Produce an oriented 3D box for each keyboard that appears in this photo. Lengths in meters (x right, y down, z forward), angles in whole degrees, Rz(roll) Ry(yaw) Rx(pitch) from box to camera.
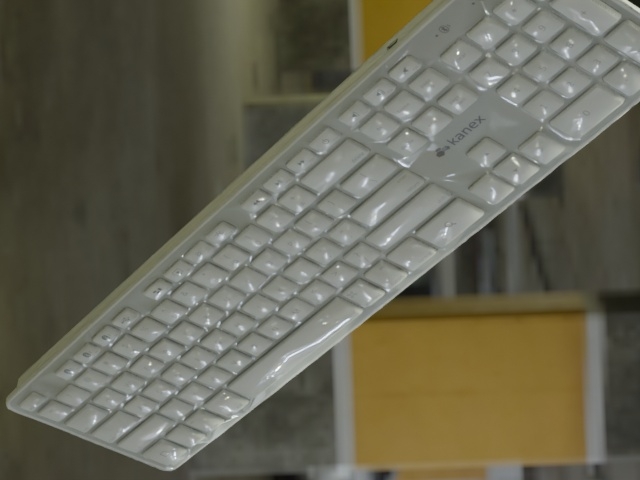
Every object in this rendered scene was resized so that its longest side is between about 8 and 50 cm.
[{"bbox_3d":[0.000,0.000,0.600,0.256,0.072,0.014,-40,-148,34],"label":"keyboard"}]
